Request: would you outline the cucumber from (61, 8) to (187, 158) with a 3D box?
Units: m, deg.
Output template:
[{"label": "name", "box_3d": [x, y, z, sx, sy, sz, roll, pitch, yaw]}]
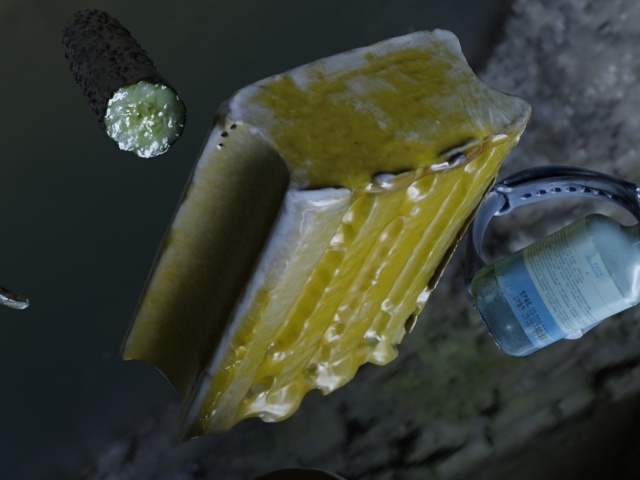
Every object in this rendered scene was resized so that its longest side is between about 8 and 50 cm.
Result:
[{"label": "cucumber", "box_3d": [-0.180, -0.149, 1.392, 0.072, 0.072, 0.300, -36, -151, -1]}]

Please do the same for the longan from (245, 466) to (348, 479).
[{"label": "longan", "box_3d": [-0.032, 0.315, 1.294, 0.258, 0.258, 0.258, -35, 172, -6]}]

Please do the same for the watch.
[{"label": "watch", "box_3d": [0.263, 0.002, 1.770, 0.193, 0.206, 0.068, -59, 155, -17]}]

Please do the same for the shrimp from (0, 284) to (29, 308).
[{"label": "shrimp", "box_3d": [-0.404, 0.046, 1.823, 0.161, 0.091, 0.034, 23, 83, -40]}]

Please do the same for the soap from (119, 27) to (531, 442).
[{"label": "soap", "box_3d": [0.000, 0.000, 1.385, 0.293, 0.156, 0.335, -21, 151, -38]}]

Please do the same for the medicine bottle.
[{"label": "medicine bottle", "box_3d": [0.238, 0.027, 1.403, 0.209, 0.090, 0.054, -28, -178, 25]}]
